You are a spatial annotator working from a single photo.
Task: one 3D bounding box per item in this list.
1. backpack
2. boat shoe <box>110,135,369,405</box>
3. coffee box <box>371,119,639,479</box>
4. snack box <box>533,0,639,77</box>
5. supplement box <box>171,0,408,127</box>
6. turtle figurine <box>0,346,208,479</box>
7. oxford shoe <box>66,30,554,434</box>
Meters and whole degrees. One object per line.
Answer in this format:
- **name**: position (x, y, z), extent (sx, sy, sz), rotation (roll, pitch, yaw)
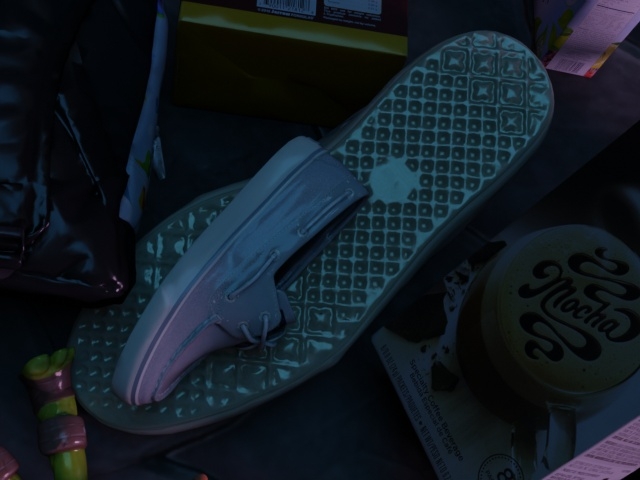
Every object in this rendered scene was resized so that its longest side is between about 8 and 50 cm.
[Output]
- **backpack**: position (-0.250, -0.139, 0.673), extent (0.290, 0.273, 0.355), rotation (10, 80, -12)
- **boat shoe**: position (-0.050, 0.031, 0.621), extent (0.081, 0.079, 0.227), rotation (36, 78, 11)
- **coffee box**: position (0.202, 0.057, 0.629), extent (0.119, 0.297, 0.168), rotation (22, 33, -48)
- **snack box**: position (0.276, -0.288, 0.861), extent (0.070, 0.207, 0.174), rotation (8, 66, -8)
- **supplement box**: position (-0.028, -0.224, 0.811), extent (0.191, 0.129, 0.194), rotation (7, 66, -9)
- **turtle figurine**: position (-0.168, 0.190, 0.623), extent (0.269, 0.087, 0.217), rotation (-25, 81, -12)
- **oxford shoe**: position (0.000, 0.000, 0.731), extent (0.449, 0.130, 0.169), rotation (-38, 85, -9)
